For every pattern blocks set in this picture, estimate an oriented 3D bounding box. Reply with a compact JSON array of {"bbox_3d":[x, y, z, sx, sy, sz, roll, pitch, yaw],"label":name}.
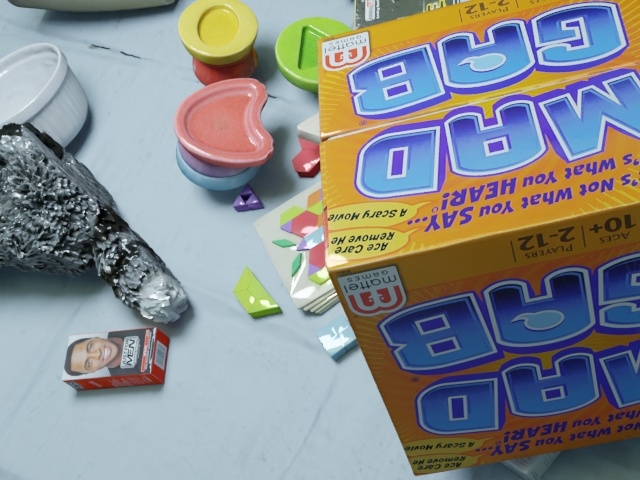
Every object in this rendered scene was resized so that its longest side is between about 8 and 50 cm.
[{"bbox_3d":[0.000,0.000,1.422,0.285,0.026,0.325,-44,56,-6],"label":"pattern blocks set"}]

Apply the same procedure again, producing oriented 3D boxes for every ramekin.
[{"bbox_3d":[-0.479,-0.213,1.663,0.207,0.109,0.207,-18,42,18],"label":"ramekin"}]

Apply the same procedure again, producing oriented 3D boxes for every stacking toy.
[{"bbox_3d":[-0.082,-0.207,1.542,0.279,0.130,0.309,3,59,-2],"label":"stacking toy"}]

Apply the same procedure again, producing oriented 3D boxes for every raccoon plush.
[{"bbox_3d":[-0.440,0.032,1.484,0.299,0.216,0.446,-45,56,2],"label":"raccoon plush"}]

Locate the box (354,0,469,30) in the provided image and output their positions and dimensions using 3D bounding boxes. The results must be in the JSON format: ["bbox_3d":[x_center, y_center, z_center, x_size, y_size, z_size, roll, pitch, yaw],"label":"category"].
[{"bbox_3d":[0.175,-0.241,1.401,0.257,0.079,0.322,-1,76,12],"label":"box"}]

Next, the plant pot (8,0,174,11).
[{"bbox_3d":[-0.373,-0.498,1.747,0.274,0.256,0.256,15,67,10],"label":"plant pot"}]

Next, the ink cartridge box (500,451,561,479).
[{"bbox_3d":[0.246,0.200,1.191,0.099,0.056,0.135,33,78,34],"label":"ink cartridge box"}]

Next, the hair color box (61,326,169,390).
[{"bbox_3d":[-0.287,0.167,1.431,0.141,0.043,0.072,-8,60,18],"label":"hair color box"}]

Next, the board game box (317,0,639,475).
[{"bbox_3d":[0.217,-0.019,1.091,0.356,0.356,0.356,-13,44,10],"label":"board game box"}]
